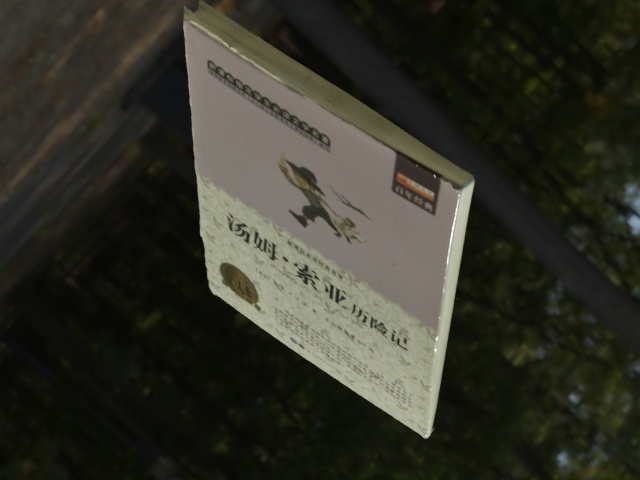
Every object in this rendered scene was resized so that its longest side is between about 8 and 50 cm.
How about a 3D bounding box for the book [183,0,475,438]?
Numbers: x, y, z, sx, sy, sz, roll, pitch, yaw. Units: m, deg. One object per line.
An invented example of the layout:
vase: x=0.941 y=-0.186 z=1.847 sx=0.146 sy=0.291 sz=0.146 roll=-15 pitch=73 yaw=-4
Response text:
book: x=0.000 y=0.000 z=0.577 sx=0.014 sy=0.127 sz=0.181 roll=-44 pitch=156 yaw=-27
